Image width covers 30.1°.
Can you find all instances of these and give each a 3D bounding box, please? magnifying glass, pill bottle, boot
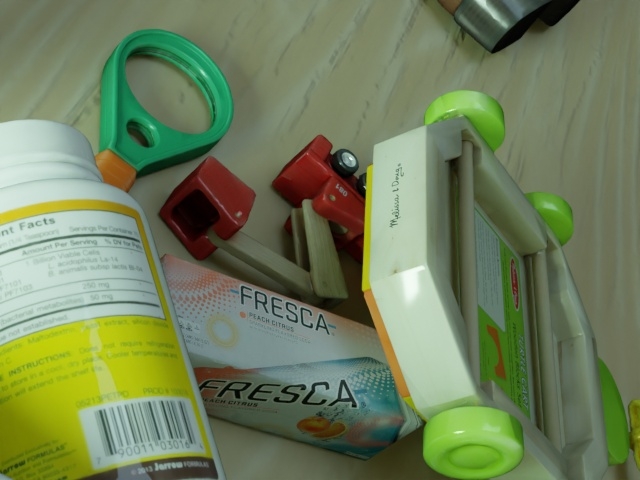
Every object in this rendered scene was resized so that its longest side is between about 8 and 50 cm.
[{"bbox_3d":[-0.119,-0.059,0.748,0.092,0.026,0.231,39,38,-13],"label":"magnifying glass"},{"bbox_3d":[-0.126,0.052,0.575,0.117,0.117,0.215,3,58,-42],"label":"pill bottle"},{"bbox_3d":[0.142,-0.327,1.173,0.264,0.096,0.280,-33,79,-39],"label":"boot"}]

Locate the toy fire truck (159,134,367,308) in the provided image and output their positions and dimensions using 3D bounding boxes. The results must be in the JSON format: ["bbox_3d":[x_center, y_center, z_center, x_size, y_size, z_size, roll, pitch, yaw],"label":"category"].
[{"bbox_3d":[0.000,0.000,0.791,0.192,0.047,0.135,42,40,-11],"label":"toy fire truck"}]

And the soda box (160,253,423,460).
[{"bbox_3d":[-0.029,0.072,0.699,0.183,0.058,0.063,21,47,-30],"label":"soda box"}]

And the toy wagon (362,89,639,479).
[{"bbox_3d":[0.139,0.073,0.805,0.344,0.068,0.267,46,36,-40],"label":"toy wagon"}]

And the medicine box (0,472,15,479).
[{"bbox_3d":[-0.170,0.219,0.376,0.263,0.149,0.289,32,43,-20],"label":"medicine box"}]
